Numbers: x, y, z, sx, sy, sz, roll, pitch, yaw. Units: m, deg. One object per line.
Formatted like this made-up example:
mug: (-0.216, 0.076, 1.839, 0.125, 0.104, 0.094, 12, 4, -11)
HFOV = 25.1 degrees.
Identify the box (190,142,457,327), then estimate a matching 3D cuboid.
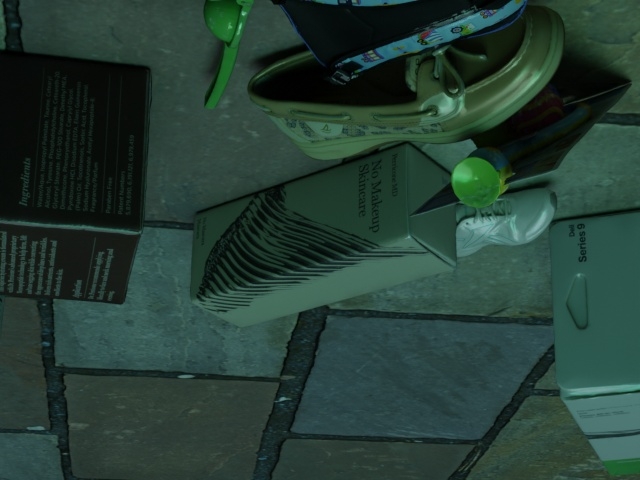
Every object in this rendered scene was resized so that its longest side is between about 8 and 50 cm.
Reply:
box: (0.000, 0.000, 1.474, 0.275, 0.113, 0.094, -19, 148, 31)

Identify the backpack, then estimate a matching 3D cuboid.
backpack: (0.057, -0.204, 1.032, 0.173, 0.117, 0.158, -10, 153, 20)

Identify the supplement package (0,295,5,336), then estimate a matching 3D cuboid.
supplement package: (-0.504, 0.066, 1.568, 0.262, 0.145, 0.204, -4, 155, 6)

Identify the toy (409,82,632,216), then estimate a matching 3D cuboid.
toy: (0.169, -0.097, 1.234, 0.137, 0.237, 0.056, -19, 105, 32)

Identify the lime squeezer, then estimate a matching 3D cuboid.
lime squeezer: (-0.099, -0.185, 1.127, 0.110, 0.059, 0.310, -23, 151, 9)

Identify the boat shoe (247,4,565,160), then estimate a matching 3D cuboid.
boat shoe: (0.066, -0.136, 1.193, 0.285, 0.104, 0.089, -17, 147, 37)

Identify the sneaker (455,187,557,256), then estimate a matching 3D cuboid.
sneaker: (0.175, -0.022, 1.495, 0.152, 0.054, 0.061, -20, 146, 36)

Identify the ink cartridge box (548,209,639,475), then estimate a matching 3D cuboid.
ink cartridge box: (0.346, 0.121, 1.613, 0.121, 0.211, 0.289, -8, 154, 18)

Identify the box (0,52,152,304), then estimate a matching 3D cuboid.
box: (-0.262, -0.054, 1.288, 0.203, 0.167, 0.168, 6, 155, -12)
